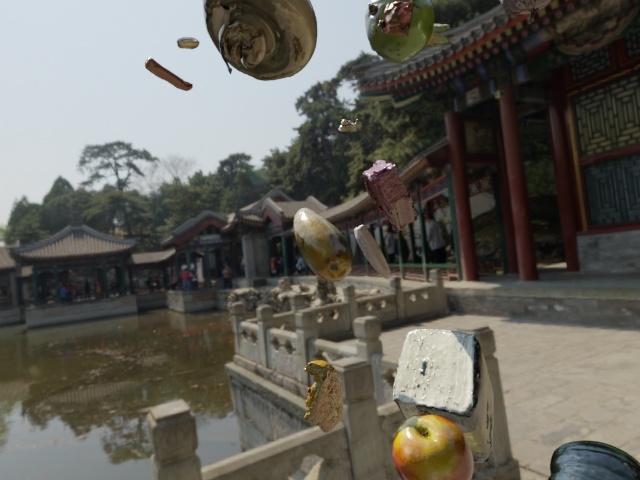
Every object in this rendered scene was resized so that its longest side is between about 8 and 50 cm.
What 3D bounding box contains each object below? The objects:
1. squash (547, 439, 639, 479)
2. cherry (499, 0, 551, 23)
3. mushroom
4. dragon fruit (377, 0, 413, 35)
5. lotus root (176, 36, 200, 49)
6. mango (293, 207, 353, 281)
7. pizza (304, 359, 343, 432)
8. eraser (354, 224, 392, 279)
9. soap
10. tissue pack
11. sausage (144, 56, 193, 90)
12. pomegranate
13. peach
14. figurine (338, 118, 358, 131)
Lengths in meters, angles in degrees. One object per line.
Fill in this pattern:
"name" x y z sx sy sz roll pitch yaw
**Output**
"squash" 0.451 0.439 0.733 0.172 0.218 0.218 29 15 25
"cherry" 0.621 -0.776 1.329 0.183 0.266 0.213 -5 16 10
"mushroom" -0.191 -0.626 1.333 0.362 0.295 0.362 20 -28 11
"dragon fruit" 0.236 -0.706 1.421 0.096 0.102 0.147 11 21 -3
"lotus root" -0.496 -0.740 1.680 0.083 0.030 0.037 -10 -35 -23
"mango" 0.000 0.000 1.452 0.146 0.316 0.193 -33 -40 7
"pizza" 0.008 0.475 1.356 0.074 0.182 0.365 13 -31 25
"eraser" 0.206 0.051 1.785 0.059 0.243 0.204 -30 -2 -2
"soap" 0.250 -0.176 1.627 0.112 0.182 0.289 -37 -32 -2
"tissue pack" 0.412 0.509 1.450 0.253 0.264 0.416 -1 -43 28
"sausage" -0.462 -0.503 1.375 0.158 0.042 0.036 22 22 -43
"pomegranate" 0.316 -0.783 1.632 0.340 0.260 0.260 -2 -4 -20
"peach" 0.273 0.533 1.102 0.190 0.192 0.190 -15 17 5
"figurine" 0.120 -0.496 1.927 0.083 0.051 0.047 -3 23 -7
